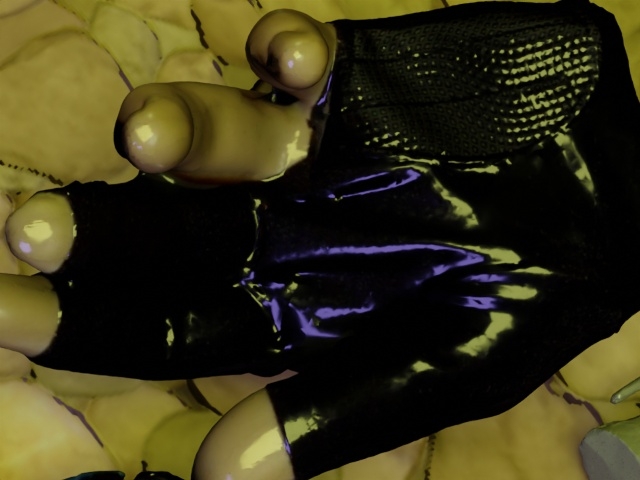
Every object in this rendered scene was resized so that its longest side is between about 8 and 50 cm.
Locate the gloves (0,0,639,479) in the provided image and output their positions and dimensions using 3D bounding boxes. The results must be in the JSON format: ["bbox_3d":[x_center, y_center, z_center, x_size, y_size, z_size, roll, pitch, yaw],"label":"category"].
[{"bbox_3d":[0.002,0.002,0.711,0.301,0.152,0.197,-5,74,-34],"label":"gloves"}]

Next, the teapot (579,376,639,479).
[{"bbox_3d":[0.161,0.087,0.777,0.083,0.057,0.067,-26,89,-19],"label":"teapot"}]

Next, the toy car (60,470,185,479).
[{"bbox_3d":[-0.037,0.173,0.721,0.216,0.063,0.103,30,60,-7],"label":"toy car"}]
